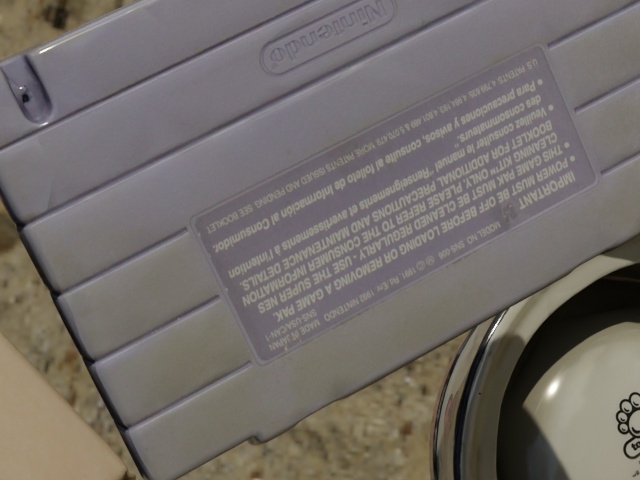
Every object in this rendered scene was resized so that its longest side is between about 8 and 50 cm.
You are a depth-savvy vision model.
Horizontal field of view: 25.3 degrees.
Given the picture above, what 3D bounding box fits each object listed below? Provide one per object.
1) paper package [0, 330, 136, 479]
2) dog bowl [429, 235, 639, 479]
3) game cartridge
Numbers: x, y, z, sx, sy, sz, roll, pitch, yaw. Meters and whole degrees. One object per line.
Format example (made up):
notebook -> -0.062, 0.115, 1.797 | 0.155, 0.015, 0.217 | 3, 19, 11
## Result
paper package -> -0.350, 0.154, 0.950 | 0.168, 0.325, 0.309 | -39, 4, 44
dog bowl -> 0.274, 0.188, 1.236 | 0.150, 0.408, 0.408 | 164, 114, -70
game cartridge -> 0.020, -0.050, 0.738 | 0.230, 0.355, 0.068 | 67, 165, -15
